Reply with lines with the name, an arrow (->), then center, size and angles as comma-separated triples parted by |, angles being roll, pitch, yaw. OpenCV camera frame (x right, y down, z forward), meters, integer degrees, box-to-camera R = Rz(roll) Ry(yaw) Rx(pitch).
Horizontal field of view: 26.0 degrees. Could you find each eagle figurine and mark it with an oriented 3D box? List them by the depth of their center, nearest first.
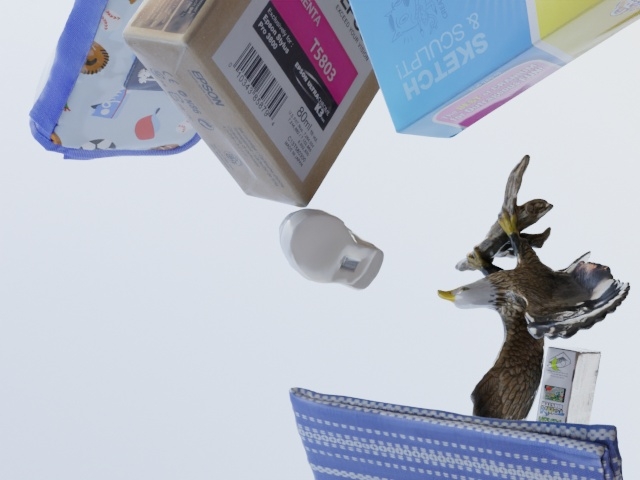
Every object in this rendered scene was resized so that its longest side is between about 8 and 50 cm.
eagle figurine -> 0.249, 0.087, 1.670 | 0.298, 0.225, 0.226 | -110, -3, -46

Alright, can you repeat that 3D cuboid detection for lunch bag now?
lunch bag -> -0.170, -0.288, 1.650 | 0.239, 0.328, 0.385 | 39, -139, 8

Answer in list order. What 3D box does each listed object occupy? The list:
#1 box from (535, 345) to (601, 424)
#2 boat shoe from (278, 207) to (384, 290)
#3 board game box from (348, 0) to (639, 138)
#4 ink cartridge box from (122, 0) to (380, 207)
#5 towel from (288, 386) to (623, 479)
box -> 0.305, 0.188, 1.701 | 0.207, 0.036, 0.114 | 15, -95, -70
boat shoe -> 0.000, 0.000, 1.324 | 0.063, 0.066, 0.184 | 31, -172, 28
board game box -> 0.140, -0.241, 0.875 | 0.064, 0.316, 0.242 | 0, -114, -48
ink cartridge box -> -0.046, -0.176, 1.265 | 0.193, 0.088, 0.234 | -59, -42, -20
towel -> 0.126, 0.240, 1.030 | 0.040, 0.243, 0.336 | -58, -39, -41
